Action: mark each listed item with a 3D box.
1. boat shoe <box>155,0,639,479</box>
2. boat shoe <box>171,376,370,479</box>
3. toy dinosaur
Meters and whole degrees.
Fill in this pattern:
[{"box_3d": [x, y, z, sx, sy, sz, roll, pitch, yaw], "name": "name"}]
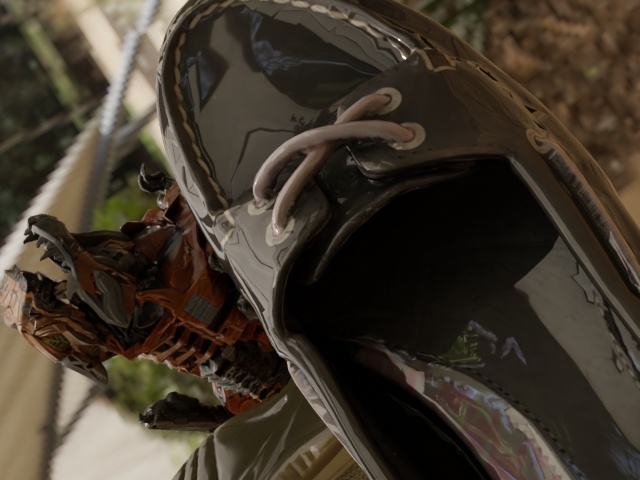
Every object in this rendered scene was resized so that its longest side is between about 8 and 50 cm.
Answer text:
[{"box_3d": [0.053, 0.029, 0.540, 0.335, 0.112, 0.095, 52, -175, 22], "name": "boat shoe"}, {"box_3d": [0.002, 0.100, 0.789, 0.073, 0.223, 0.080, 29, -148, -25], "name": "boat shoe"}, {"box_3d": [0.000, 0.000, 0.962, 0.164, 0.218, 0.322, 28, -158, 36], "name": "toy dinosaur"}]
